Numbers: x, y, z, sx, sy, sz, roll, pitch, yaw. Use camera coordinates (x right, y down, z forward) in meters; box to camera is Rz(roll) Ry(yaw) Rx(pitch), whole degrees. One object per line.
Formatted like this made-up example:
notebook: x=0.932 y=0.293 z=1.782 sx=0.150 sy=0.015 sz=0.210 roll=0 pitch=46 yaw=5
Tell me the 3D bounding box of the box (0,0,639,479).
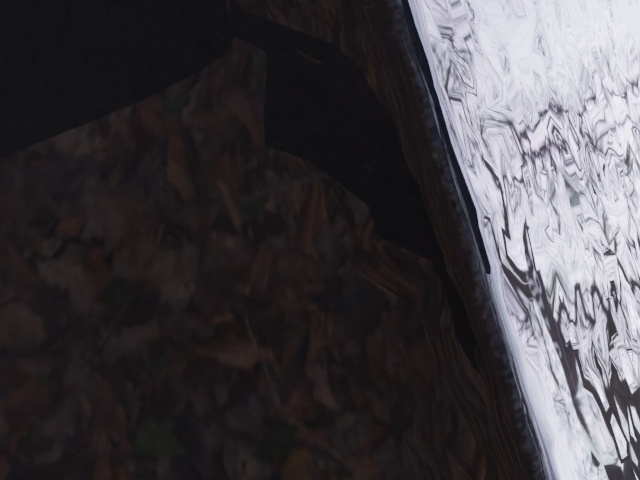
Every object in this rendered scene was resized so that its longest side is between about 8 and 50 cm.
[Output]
box: x=0.000 y=0.000 z=0.637 sx=0.297 sy=0.472 sz=0.479 roll=-14 pitch=-78 yaw=22
